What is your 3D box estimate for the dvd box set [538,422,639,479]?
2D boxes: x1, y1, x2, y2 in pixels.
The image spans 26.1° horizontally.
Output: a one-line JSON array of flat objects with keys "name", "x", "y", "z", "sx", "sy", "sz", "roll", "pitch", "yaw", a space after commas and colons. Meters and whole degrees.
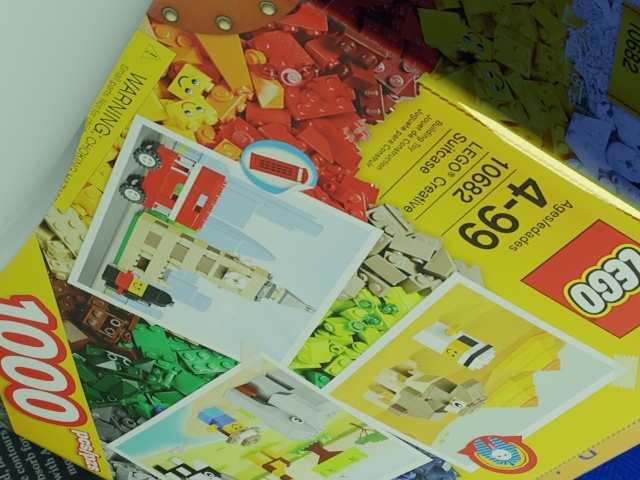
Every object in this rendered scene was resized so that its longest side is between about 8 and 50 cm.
[{"name": "dvd box set", "x": 0.262, "y": -0.002, "z": 0.951, "sx": 0.420, "sy": 0.062, "sz": 0.307, "roll": -44, "pitch": -168, "yaw": 47}]

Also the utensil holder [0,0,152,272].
[{"name": "utensil holder", "x": -0.154, "y": -0.177, "z": 0.352, "sx": 0.327, "sy": 0.327, "sz": 0.385, "roll": -5, "pitch": 154, "yaw": -35}]

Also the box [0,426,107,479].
[{"name": "box", "x": -0.349, "y": 0.218, "z": 1.112, "sx": 0.395, "sy": 0.212, "sz": 0.293, "roll": -19, "pitch": 154, "yaw": -26}]

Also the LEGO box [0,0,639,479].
[{"name": "LEGO box", "x": 0.000, "y": 0.000, "z": 0.879, "sx": 0.372, "sy": 0.193, "sz": 0.500, "roll": 30, "pitch": 140, "yaw": -13}]
